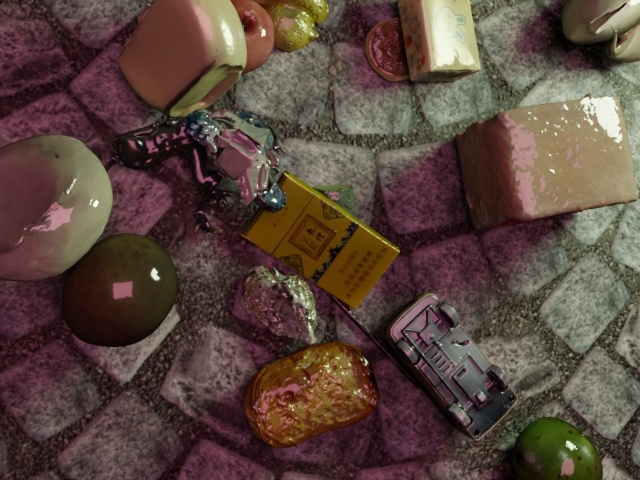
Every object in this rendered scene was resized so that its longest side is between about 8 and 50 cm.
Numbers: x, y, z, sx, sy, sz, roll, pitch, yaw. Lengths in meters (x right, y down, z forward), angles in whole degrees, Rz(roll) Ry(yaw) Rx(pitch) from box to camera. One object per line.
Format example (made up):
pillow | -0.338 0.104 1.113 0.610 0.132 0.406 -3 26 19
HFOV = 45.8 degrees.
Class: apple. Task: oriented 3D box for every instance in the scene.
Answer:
apple | -0.163 -0.400 1.469 0.153 0.120 0.154 1 85 -13

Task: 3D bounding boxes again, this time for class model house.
model house | 0.027 -0.068 1.530 0.078 0.066 0.083 -6 106 -24

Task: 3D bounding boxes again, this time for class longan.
longan | -0.357 0.093 1.357 0.196 0.196 0.220 44 80 -7

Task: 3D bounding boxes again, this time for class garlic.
garlic | 0.662 -0.475 1.610 0.231 0.245 0.340 51 62 -17

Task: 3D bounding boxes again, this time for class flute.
flute | 0.114 0.207 1.548 0.014 0.014 0.269 -45 97 -12

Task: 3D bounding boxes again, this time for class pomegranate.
pomegranate | 0.456 0.471 1.540 0.187 0.187 0.225 44 103 -7

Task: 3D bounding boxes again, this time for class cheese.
cheese | -0.259 -0.361 1.381 0.233 0.266 0.127 55 38 1

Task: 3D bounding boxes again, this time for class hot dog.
hot dog | -0.024 0.298 1.463 0.258 0.114 0.175 -17 95 -13

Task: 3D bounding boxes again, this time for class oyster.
oyster | -0.073 0.122 1.484 0.177 0.064 0.125 24 86 1

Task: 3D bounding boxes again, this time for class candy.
candy | -0.500 -0.054 1.325 0.295 0.185 0.296 -6 61 11

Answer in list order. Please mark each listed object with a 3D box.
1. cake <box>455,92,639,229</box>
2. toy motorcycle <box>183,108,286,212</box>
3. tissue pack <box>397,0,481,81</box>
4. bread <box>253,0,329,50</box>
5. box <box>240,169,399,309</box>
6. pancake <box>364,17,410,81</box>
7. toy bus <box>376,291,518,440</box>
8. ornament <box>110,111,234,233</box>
cake | 0.453 -0.152 1.541 0.308 0.237 0.230 -12 86 -11
toy motorcycle | -0.166 -0.164 1.398 0.204 0.239 0.108 14 121 -40
tissue pack | 0.244 -0.435 1.565 0.148 0.092 0.196 -9 87 -33
bread | -0.078 -0.472 1.526 0.187 0.065 0.150 29 85 -12
box | 0.001 0.001 1.495 0.279 0.041 0.153 34 106 -9
pancake | 0.160 -0.401 1.594 0.139 0.022 0.140 1 87 -14
toy bus | 0.244 0.243 1.504 0.139 0.157 0.289 -42 97 -13
ornament | -0.272 -0.111 1.446 0.202 0.080 0.236 -21 91 -17
